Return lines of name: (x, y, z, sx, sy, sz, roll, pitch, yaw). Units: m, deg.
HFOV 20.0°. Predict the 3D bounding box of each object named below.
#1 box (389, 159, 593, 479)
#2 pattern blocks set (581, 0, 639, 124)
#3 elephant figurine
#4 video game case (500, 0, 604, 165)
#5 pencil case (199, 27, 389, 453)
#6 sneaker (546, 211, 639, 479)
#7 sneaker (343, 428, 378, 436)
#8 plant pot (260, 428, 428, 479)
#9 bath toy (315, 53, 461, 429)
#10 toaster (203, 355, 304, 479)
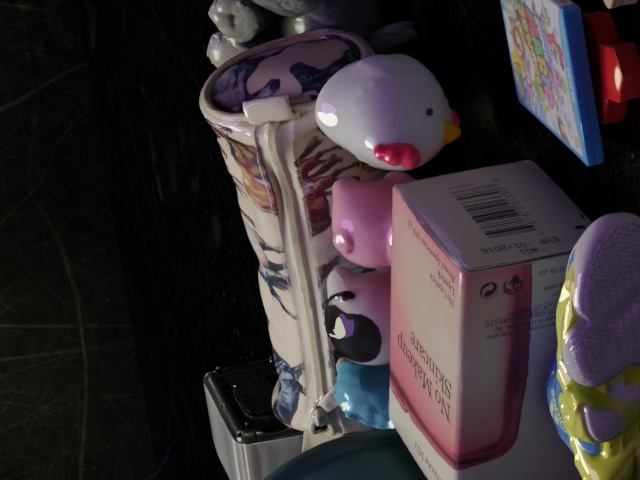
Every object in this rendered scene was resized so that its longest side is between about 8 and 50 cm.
box: (0.137, 0.076, 1.445, 0.148, 0.126, 0.232, -125, 30, -54)
pattern blocks set: (0.192, -0.255, 1.205, 0.325, 0.026, 0.285, 106, 149, -65)
elephant figurine: (-0.021, -0.258, 1.766, 0.169, 0.186, 0.239, -43, 22, 32)
video game case: (0.167, -0.135, 1.345, 0.166, 0.015, 0.119, -120, 16, -66)
pencil case: (0.000, 0.000, 1.694, 0.183, 0.159, 0.410, -86, -13, -53)
sneaker: (0.196, 0.080, 1.310, 0.126, 0.091, 0.240, -132, 34, -63)
sneaker: (0.032, 0.130, 1.943, 0.123, 0.106, 0.290, 72, 179, -52)
plant pot: (0.103, 0.369, 1.451, 0.334, 0.341, 0.341, 32, 131, 58)
bath toy: (0.076, 0.011, 1.550, 0.129, 0.151, 0.348, -114, 16, -57)
toaster: (-0.027, 0.210, 2.043, 0.186, 0.168, 0.110, -129, 29, -61)
